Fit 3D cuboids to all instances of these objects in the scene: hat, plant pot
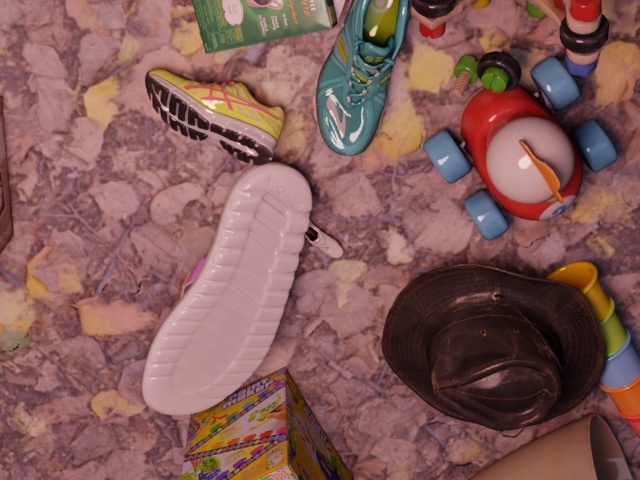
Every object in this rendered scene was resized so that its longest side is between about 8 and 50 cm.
[{"bbox_3d":[0.246,0.192,1.434,0.331,0.134,0.331,6,125,9],"label":"hat"},{"bbox_3d":[0.334,0.426,1.536,0.274,0.256,0.256,-20,111,23],"label":"plant pot"}]

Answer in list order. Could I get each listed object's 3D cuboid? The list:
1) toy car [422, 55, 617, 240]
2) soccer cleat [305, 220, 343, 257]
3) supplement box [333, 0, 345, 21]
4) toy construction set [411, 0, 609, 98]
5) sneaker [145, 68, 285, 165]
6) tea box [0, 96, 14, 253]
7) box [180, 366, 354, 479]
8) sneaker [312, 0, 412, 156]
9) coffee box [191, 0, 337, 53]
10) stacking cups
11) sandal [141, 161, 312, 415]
[{"bbox_3d":[0.283,-0.096,1.317,0.219,0.238,0.210,-33,109,11],"label":"toy car"},{"bbox_3d":[0.000,0.000,1.451,0.083,0.035,0.029,42,104,-16],"label":"soccer cleat"},{"bbox_3d":[0.009,-0.346,1.318,0.062,0.036,0.098,18,110,-7],"label":"supplement box"},{"bbox_3d":[0.247,-0.370,1.240,0.257,0.237,0.309,3,145,42],"label":"toy construction set"},{"bbox_3d":[-0.142,-0.185,1.362,0.208,0.081,0.094,29,63,3],"label":"sneaker"},{"bbox_3d":[-0.591,-0.049,1.254,0.323,0.329,0.220,1,110,-4],"label":"tea box"},{"bbox_3d":[-0.057,0.398,1.472,0.177,0.279,0.290,-27,109,8],"label":"box"},{"bbox_3d":[0.056,-0.240,1.322,0.107,0.110,0.275,11,111,-7],"label":"sneaker"},{"bbox_3d":[-0.077,-0.316,1.298,0.184,0.040,0.113,-9,108,18],"label":"coffee box"},{"bbox_3d":[0.449,0.175,1.516,0.096,0.096,0.316,-33,113,10],"label":"stacking cups"},{"bbox_3d":[-0.131,0.073,1.446,0.169,0.102,0.416,22,105,-27],"label":"sandal"}]
